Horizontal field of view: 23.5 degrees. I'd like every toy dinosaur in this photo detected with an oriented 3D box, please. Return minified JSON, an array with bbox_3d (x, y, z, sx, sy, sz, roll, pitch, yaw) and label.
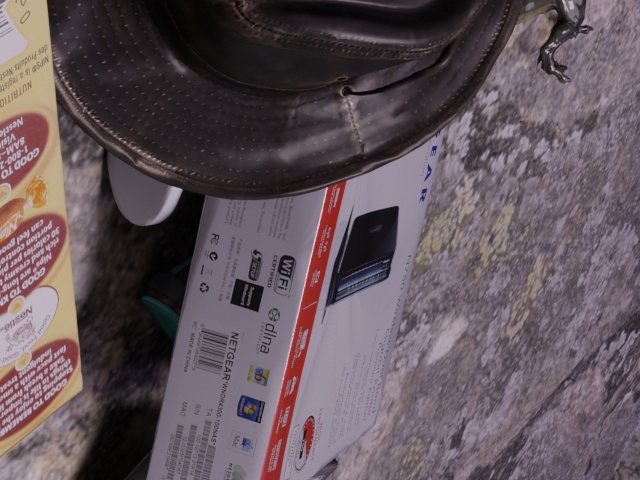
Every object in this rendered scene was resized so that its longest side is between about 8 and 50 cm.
[{"bbox_3d":[0.235,-0.228,1.489,0.268,0.064,0.118,-42,142,-31],"label":"toy dinosaur"}]

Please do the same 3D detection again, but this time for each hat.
[{"bbox_3d":[0.004,-0.158,0.849,0.331,0.134,0.331,-8,109,-22],"label":"hat"}]

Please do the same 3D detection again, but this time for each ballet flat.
[{"bbox_3d":[-0.082,0.076,1.191,0.074,0.074,0.203,-50,150,-23],"label":"ballet flat"}]

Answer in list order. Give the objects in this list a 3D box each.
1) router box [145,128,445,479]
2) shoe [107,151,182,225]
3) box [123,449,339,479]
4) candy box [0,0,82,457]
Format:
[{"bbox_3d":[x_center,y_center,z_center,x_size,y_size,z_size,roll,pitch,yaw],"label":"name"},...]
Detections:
[{"bbox_3d":[0.000,0.000,1.121,0.301,0.082,0.335,-20,124,-71],"label":"router box"},{"bbox_3d":[-0.085,-0.097,1.012,0.081,0.063,0.178,-18,126,-50],"label":"shoe"},{"bbox_3d":[-0.107,0.231,1.247,0.183,0.056,0.231,-47,159,18],"label":"box"},{"bbox_3d":[-0.208,-0.058,0.687,0.087,0.183,0.316,-39,147,-38],"label":"candy box"}]
